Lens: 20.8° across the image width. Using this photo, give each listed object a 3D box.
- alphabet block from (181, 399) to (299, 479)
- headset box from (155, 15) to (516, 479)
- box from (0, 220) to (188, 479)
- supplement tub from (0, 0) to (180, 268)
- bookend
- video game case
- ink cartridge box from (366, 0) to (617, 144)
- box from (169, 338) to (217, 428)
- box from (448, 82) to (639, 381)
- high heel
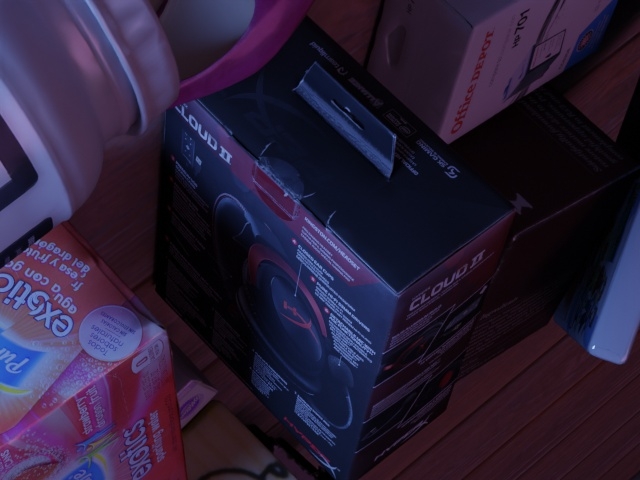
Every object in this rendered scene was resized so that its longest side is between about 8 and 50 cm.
[{"bbox_3d":[-0.105,0.283,1.416,0.192,0.197,0.193,-47,-177,-42],"label":"alphabet block"},{"bbox_3d":[0.000,0.000,1.168,0.110,0.218,0.293,-35,156,-26],"label":"headset box"},{"bbox_3d":[-0.191,0.120,1.146,0.154,0.142,0.300,-37,157,-19],"label":"box"},{"bbox_3d":[-0.216,-0.045,0.736,0.272,0.191,0.191,-39,158,-14],"label":"supplement tub"},{"bbox_3d":[-0.038,0.233,1.692,0.072,0.156,0.157,-45,-158,1],"label":"bookend"},{"bbox_3d":[0.277,-0.068,1.457,0.300,0.036,0.329,-41,151,-87],"label":"video game case"},{"bbox_3d":[0.135,-0.170,1.288,0.190,0.082,0.140,-34,156,-31],"label":"ink cartridge box"},{"bbox_3d":[-0.220,0.205,1.355,0.324,0.067,0.063,-45,159,2],"label":"box"},{"bbox_3d":[0.114,-0.017,1.406,0.167,0.168,0.203,-26,152,-39],"label":"box"},{"bbox_3d":[-0.095,-0.119,0.972,0.244,0.082,0.117,-33,169,4],"label":"high heel"}]
